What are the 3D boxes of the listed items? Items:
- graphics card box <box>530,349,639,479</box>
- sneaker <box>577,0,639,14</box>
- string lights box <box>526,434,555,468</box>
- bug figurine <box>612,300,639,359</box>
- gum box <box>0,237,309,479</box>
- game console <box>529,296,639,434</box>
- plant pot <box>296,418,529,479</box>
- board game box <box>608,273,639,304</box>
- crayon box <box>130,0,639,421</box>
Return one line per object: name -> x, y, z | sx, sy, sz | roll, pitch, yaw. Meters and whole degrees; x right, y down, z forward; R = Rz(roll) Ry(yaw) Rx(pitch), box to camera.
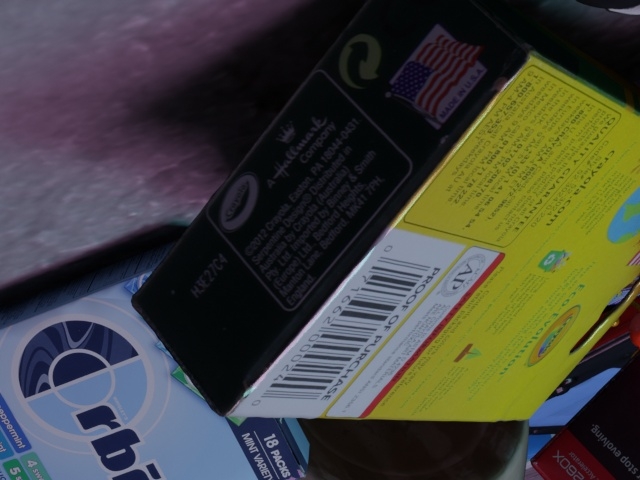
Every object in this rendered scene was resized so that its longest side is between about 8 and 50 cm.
graphics card box -> 0.348, 0.104, 0.934 | 0.371, 0.233, 0.094 | -46, 155, 8
sneaker -> 0.115, -0.172, 0.372 | 0.124, 0.107, 0.283 | 9, 149, -24
string lights box -> 0.149, 0.235, 1.594 | 0.259, 0.077, 0.133 | 2, 153, -45
bug figurine -> 0.349, 0.027, 1.121 | 0.279, 0.072, 0.216 | -30, 171, 9
gum box -> -0.122, 0.098, 0.837 | 0.184, 0.157, 0.041 | -21, -160, 12
game console -> 0.341, 0.121, 1.463 | 0.342, 0.060, 0.386 | -28, 160, 31
plant pot -> 0.019, 0.178, 1.021 | 0.323, 0.323, 0.280 | -9, 143, -22
board game box -> 0.245, 0.000, 1.056 | 0.136, 0.035, 0.201 | -3, 157, -37
crayon box -> 0.078, -0.003, 0.706 | 0.202, 0.081, 0.318 | -50, 151, 15
